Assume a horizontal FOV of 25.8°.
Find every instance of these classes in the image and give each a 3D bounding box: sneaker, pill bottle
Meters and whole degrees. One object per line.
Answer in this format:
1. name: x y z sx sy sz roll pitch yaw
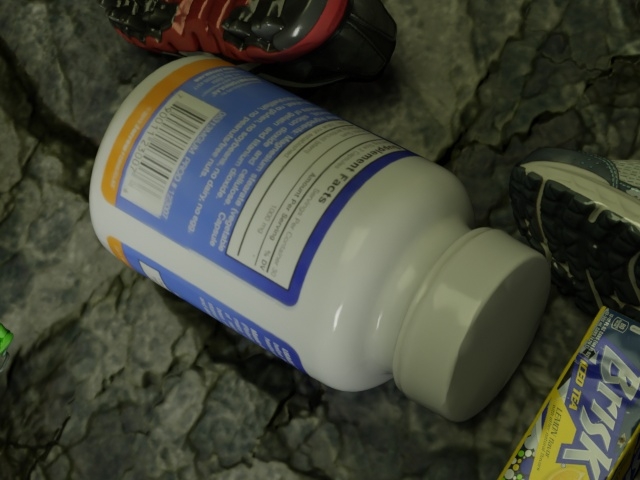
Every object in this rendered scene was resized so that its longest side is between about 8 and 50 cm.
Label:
1. sneaker: 0.249 0.002 0.829 0.283 0.110 0.122 24 58 24
2. pill bottle: 0.000 0.000 0.871 0.272 0.152 0.152 29 78 27
3. sneaker: -0.051 -0.160 0.996 0.276 0.135 0.098 17 85 49

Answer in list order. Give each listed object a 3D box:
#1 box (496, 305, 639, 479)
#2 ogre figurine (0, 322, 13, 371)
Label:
1. box: 0.151 0.127 0.816 0.059 0.054 0.169 28 78 28
2. ogre figurine: -0.314 0.103 0.967 0.197 0.097 0.118 11 59 11
